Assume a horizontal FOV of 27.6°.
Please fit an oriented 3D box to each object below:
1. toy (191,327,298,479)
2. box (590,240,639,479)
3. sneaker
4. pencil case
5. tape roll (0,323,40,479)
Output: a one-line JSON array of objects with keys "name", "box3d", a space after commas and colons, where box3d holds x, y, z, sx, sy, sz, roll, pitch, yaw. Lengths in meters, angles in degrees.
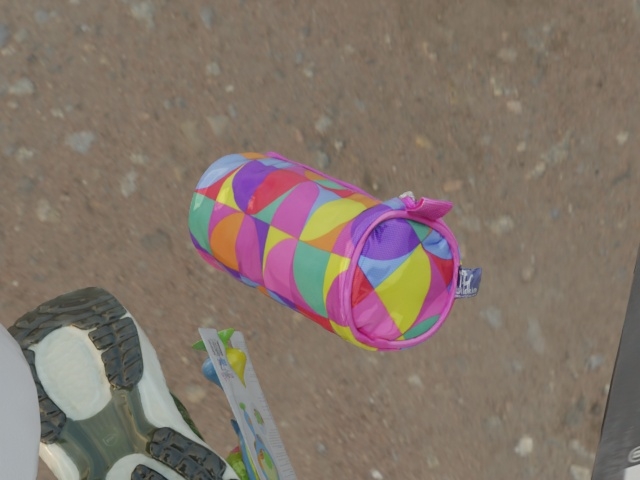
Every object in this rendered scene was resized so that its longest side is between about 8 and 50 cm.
[{"name": "toy", "box3d": [-0.063, 0.195, 1.148, 0.056, 0.137, 0.237, -21, 81, 9]}, {"name": "box", "box3d": [0.227, -0.008, 0.287, 0.318, 0.097, 0.395, -26, 23, 36]}, {"name": "sneaker", "box3d": [-0.127, 0.224, 1.073, 0.158, 0.182, 0.410, -29, 52, -1]}, {"name": "pencil case", "box3d": [0.000, 0.000, 0.871, 0.104, 0.104, 0.236, -56, 33, -10]}, {"name": "tape roll", "box3d": [-0.316, 0.137, 0.785, 0.286, 0.100, 0.286, -12, 57, 18]}]
